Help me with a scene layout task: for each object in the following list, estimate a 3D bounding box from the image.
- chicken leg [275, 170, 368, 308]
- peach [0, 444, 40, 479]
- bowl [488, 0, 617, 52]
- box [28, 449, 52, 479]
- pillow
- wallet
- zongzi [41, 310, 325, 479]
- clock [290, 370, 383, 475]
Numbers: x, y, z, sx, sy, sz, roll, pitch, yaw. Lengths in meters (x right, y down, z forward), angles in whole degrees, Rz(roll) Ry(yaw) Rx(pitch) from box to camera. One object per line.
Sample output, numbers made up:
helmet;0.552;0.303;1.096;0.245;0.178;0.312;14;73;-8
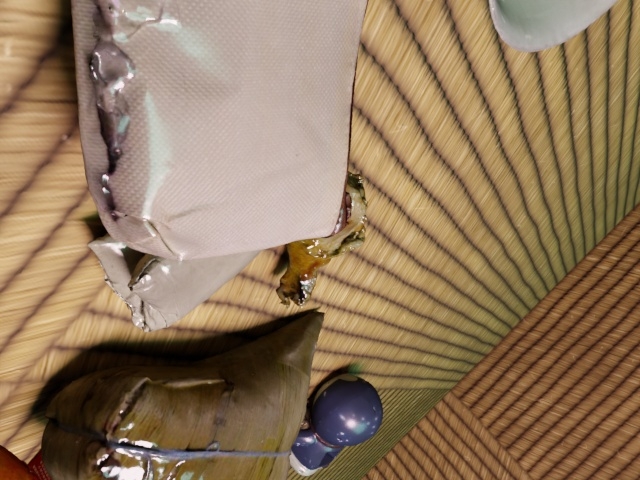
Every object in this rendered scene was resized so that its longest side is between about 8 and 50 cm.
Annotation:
chicken leg;0.000;0.000;0.737;0.103;0.088;0.228;-37;151;-42
peach;-0.352;0.270;0.502;0.230;0.231;0.231;-32;151;-21
bowl;0.202;-0.330;0.476;0.313;0.146;0.313;-32;152;-19
box;-0.351;0.305;0.733;0.082;0.051;0.023;-48;151;8
pillow;-0.123;0.004;0.589;0.181;0.077;0.134;-39;152;-26
wallet;-0.053;-0.127;0.456;0.274;0.068;0.336;-18;124;-44
zongzi;-0.144;0.187;0.780;0.356;0.174;0.393;49;52;-42
clock;0.031;0.393;1.276;0.199;0.147;0.243;3;135;-49
